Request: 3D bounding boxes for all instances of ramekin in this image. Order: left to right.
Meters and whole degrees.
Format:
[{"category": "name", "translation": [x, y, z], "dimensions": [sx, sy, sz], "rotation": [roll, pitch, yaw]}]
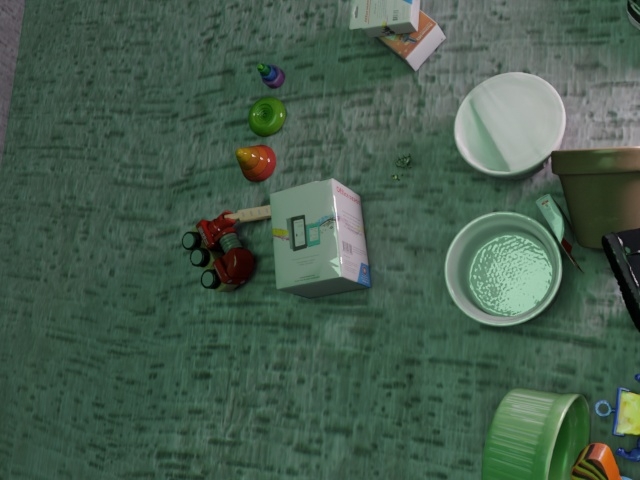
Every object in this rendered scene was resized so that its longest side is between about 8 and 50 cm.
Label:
[{"category": "ramekin", "translation": [0.453, 0.077, 1.801], "dimensions": [0.277, 0.135, 0.277], "rotation": [-6, 76, 24]}, {"category": "ramekin", "translation": [0.484, -0.277, 1.869], "dimensions": [0.273, 0.127, 0.272], "rotation": [-6, 76, 24]}, {"category": "ramekin", "translation": [0.472, 0.470, 1.621], "dimensions": [0.148, 0.303, 0.303], "rotation": [8, 82, 35]}]

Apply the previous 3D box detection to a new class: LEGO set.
[{"category": "LEGO set", "translation": [0.223, -0.206, 2.038], "dimensions": [0.054, 0.023, 0.083], "rotation": [12, 84, 27]}]

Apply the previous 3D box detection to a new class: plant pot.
[{"category": "plant pot", "translation": [0.667, -0.102, 1.699], "dimensions": [0.263, 0.263, 0.229], "rotation": [0, 98, 26]}]

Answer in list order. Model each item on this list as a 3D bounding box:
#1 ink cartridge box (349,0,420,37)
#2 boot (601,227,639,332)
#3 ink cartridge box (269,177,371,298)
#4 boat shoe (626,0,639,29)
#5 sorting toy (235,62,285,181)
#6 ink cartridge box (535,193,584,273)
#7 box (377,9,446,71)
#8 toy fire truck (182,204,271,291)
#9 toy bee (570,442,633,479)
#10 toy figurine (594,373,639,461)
[{"category": "ink cartridge box", "translation": [0.176, -0.622, 2.028], "dimensions": [0.181, 0.061, 0.104], "rotation": [1, 78, 27]}, {"category": "boot", "translation": [0.736, 0.065, 1.557], "dimensions": [0.207, 0.094, 0.246], "rotation": [-17, 71, 6]}, {"category": "ink cartridge box", "translation": [0.000, 0.000, 2.004], "dimensions": [0.197, 0.198, 0.270], "rotation": [-12, 73, 24]}, {"category": "boat shoe", "translation": [0.862, -0.511, 1.748], "dimensions": [0.113, 0.105, 0.306], "rotation": [-46, 63, 10]}, {"category": "sorting toy", "translation": [-0.192, -0.366, 2.219], "dimensions": [0.127, 0.126, 0.365], "rotation": [7, 83, 27]}, {"category": "ink cartridge box", "translation": [0.583, -0.015, 1.752], "dimensions": [0.045, 0.145, 0.179], "rotation": [-35, 66, 17]}, {"category": "box", "translation": [0.241, -0.585, 2.075], "dimensions": [0.130, 0.091, 0.170], "rotation": [-48, 63, 9]}, {"category": "toy fire truck", "translation": [-0.247, 0.005, 2.168], "dimensions": [0.246, 0.158, 0.217], "rotation": [-41, 64, 24]}, {"category": "toy bee", "translation": [0.610, 0.586, 1.601], "dimensions": [0.162, 0.195, 0.298], "rotation": [-27, 78, 45]}, {"category": "toy figurine", "translation": [0.705, 0.352, 1.597], "dimensions": [0.217, 0.191, 0.362], "rotation": [4, 80, 32]}]
